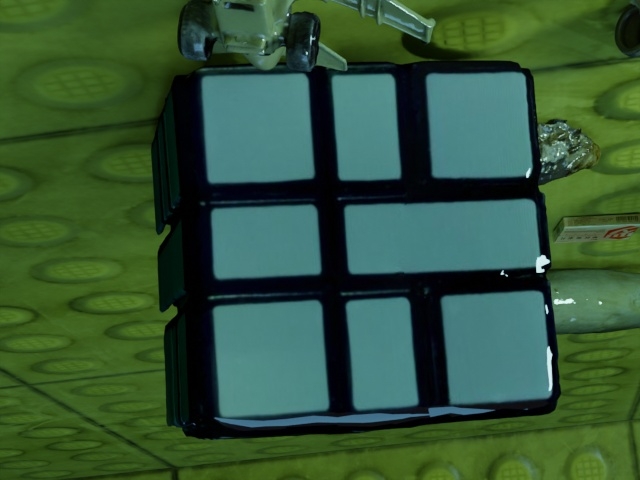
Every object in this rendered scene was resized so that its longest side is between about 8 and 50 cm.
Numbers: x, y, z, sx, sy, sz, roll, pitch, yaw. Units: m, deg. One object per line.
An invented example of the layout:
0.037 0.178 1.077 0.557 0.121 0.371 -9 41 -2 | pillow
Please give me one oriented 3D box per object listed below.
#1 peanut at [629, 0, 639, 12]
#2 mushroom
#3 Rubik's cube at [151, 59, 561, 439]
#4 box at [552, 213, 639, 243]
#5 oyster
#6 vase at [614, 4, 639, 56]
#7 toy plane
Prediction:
0.322 -0.186 1.001 0.214 0.099 0.099 -6 163 6 | peanut
0.375 0.080 1.906 0.333 0.087 0.107 -2 167 -23 | mushroom
0.015 0.019 1.203 0.294 0.283 0.288 -5 174 -9 | Rubik's cube
0.321 -0.014 1.694 0.093 0.015 0.058 -3 161 -5 | box
0.203 -0.078 1.394 0.148 0.051 0.103 -13 172 -9 | oyster
0.284 -0.157 1.156 0.101 0.053 0.053 12 157 -31 | vase
-0.046 -0.171 0.951 0.242 0.104 0.256 9 171 7 | toy plane
